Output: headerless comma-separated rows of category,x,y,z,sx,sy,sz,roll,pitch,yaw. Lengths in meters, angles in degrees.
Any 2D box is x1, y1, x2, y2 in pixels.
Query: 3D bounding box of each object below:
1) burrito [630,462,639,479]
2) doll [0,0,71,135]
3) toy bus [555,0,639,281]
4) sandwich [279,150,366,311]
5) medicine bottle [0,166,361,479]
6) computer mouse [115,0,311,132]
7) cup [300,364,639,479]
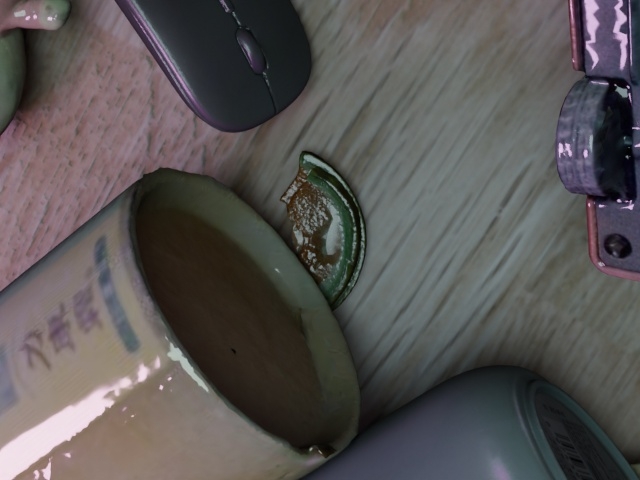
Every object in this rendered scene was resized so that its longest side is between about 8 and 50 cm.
burrito,0.306,0.285,0.938,0.082,0.059,0.275,-19,95,26
doll,-0.281,-0.163,0.944,0.155,0.113,0.275,34,104,0
toy bus,0.263,-0.188,0.718,0.203,0.233,0.427,8,121,30
sandwich,0.002,-0.002,0.960,0.067,0.029,0.135,0,102,10
medicine bottle,-0.194,0.153,0.917,0.406,0.236,0.236,-36,92,21
computer mouse,-0.097,-0.190,0.911,0.120,0.057,0.232,-34,92,-29
cup,0.125,0.272,0.887,0.274,0.259,0.356,-39,123,19
